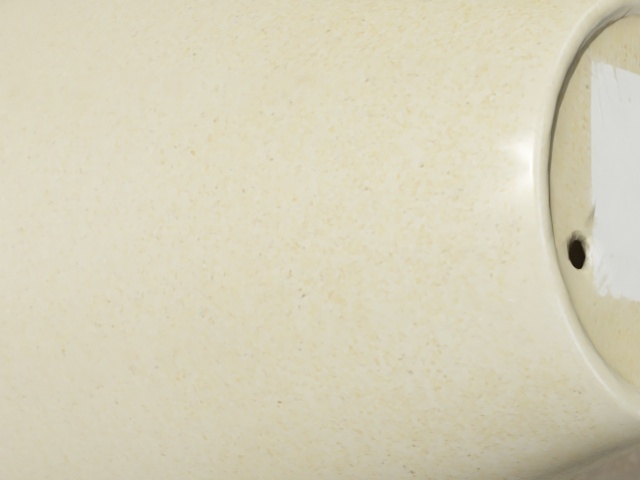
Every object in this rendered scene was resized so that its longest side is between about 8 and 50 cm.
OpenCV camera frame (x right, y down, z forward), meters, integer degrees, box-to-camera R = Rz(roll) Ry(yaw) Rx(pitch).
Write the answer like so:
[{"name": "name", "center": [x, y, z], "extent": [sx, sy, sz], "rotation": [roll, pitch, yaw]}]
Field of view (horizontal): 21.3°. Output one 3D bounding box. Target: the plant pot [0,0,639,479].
[{"name": "plant pot", "center": [0.000, 0.000, 0.573], "extent": [0.274, 0.256, 0.256], "rotation": [-7, 124, 44]}]
